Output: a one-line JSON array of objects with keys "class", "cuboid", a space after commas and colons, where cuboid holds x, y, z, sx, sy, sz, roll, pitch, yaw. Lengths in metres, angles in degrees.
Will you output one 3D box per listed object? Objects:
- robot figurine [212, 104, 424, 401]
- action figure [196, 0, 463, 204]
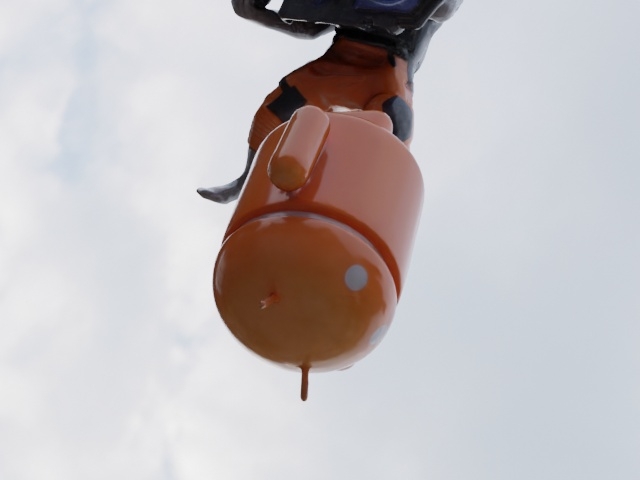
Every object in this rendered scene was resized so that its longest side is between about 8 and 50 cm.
[{"class": "robot figurine", "cuboid": [0.001, 0.002, 1.012, 0.128, 0.219, 0.158, 28, -47, -9]}, {"class": "action figure", "cuboid": [0.006, -0.173, 1.331, 0.341, 0.179, 0.330, 23, -85, 39]}]
